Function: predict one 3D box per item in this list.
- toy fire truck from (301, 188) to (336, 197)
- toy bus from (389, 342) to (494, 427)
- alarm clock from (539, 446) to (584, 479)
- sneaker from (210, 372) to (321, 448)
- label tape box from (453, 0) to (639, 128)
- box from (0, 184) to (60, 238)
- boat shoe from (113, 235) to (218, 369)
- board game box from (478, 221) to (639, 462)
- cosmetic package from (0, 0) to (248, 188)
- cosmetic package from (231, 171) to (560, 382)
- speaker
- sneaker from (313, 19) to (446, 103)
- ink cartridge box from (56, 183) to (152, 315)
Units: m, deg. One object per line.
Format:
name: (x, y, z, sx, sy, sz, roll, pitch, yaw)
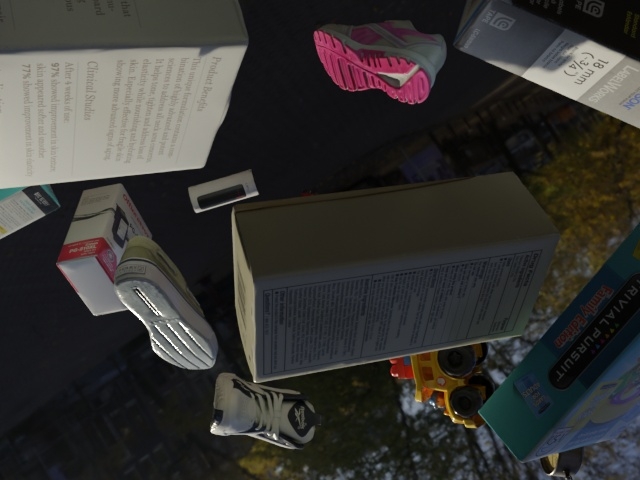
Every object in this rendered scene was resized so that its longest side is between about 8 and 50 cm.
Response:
toy fire truck: (0.000, 0.000, 1.003, 0.047, 0.135, 0.192, 8, -176, 7)
toy bus: (0.264, 0.300, 1.600, 0.211, 0.220, 0.149, -11, 178, 26)
alarm clock: (0.490, 0.426, 1.451, 0.192, 0.064, 0.129, -80, 177, -50)
sneaker: (-0.076, 0.262, 1.098, 0.152, 0.094, 0.235, 4, 157, 5)
label tape box: (0.345, -0.274, 0.827, 0.106, 0.333, 0.241, 126, -17, -66)
box: (-0.586, -0.042, 1.238, 0.244, 0.060, 0.100, -30, 158, -9)
boat shoe: (-0.240, 0.110, 1.184, 0.109, 0.094, 0.302, -5, 141, 10)
board game box: (0.365, 0.097, 0.811, 0.253, 0.079, 0.336, 6, 125, -45)
cosmetic package: (-0.358, -0.300, 1.034, 0.393, 0.328, 0.329, -9, 158, -25)
cosmetic package: (0.069, 0.036, 0.755, 0.309, 0.113, 0.160, -8, 134, -14)
speaker: (-0.194, -0.100, 1.455, 0.136, 0.055, 0.055, -16, 175, -1)
sneaker: (0.099, -0.302, 1.167, 0.111, 0.252, 0.103, -44, 143, -26)
ink cartridge box: (-0.467, 0.016, 1.582, 0.100, 0.172, 0.237, -11, -138, 10)
